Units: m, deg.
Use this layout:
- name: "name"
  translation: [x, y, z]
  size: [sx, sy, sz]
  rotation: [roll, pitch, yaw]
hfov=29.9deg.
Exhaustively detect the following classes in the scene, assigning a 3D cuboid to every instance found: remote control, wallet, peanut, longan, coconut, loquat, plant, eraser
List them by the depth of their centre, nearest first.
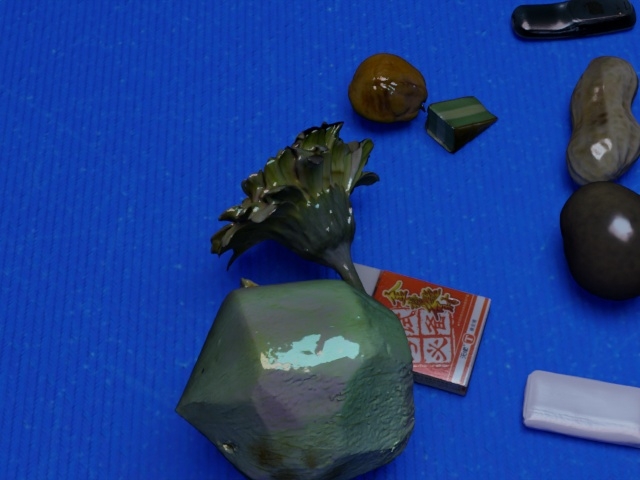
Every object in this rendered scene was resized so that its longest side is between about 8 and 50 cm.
- name: "coconut"
  translation: [-0.039, 0.202, 1.635]
  size: [0.328, 0.328, 0.281]
  rotation: [-13, 50, -6]
- name: "wallet"
  translation: [0.390, 0.245, 1.746]
  size: [0.190, 0.033, 0.095]
  rotation: [8, 60, 7]
- name: "plant"
  translation: [-0.013, -0.042, 1.774]
  size: [0.306, 0.261, 0.297]
  rotation: [-25, 48, -18]
- name: "longan"
  translation: [0.443, -0.002, 1.818]
  size: [0.167, 0.167, 0.187]
  rotation: [-29, 69, -15]
- name: "eraser"
  translation: [0.129, 0.131, 1.820]
  size: [0.230, 0.038, 0.157]
  rotation: [15, 59, 11]
- name: "peanut"
  translation: [0.472, -0.197, 1.973]
  size: [0.125, 0.111, 0.274]
  rotation: [11, 59, 3]
- name: "loquat"
  translation: [0.115, -0.250, 2.023]
  size: [0.137, 0.113, 0.137]
  rotation: [10, 36, -7]
- name: "remote control"
  translation: [0.452, -0.397, 2.137]
  size: [0.222, 0.042, 0.072]
  rotation: [-5, 56, -2]

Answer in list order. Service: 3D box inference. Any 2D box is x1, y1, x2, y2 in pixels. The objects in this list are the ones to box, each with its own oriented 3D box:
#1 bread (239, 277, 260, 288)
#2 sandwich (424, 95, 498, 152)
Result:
- name: "bread"
  translation: [-0.102, 0.115, 1.810]
  size: [0.109, 0.084, 0.080]
  rotation: [31, 62, 19]
- name: "sandwich"
  translation: [0.241, -0.215, 2.011]
  size: [0.116, 0.074, 0.074]
  rotation: [-37, 65, -19]
